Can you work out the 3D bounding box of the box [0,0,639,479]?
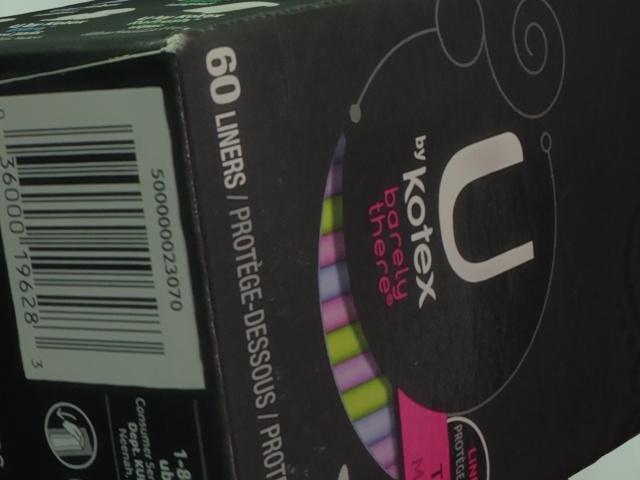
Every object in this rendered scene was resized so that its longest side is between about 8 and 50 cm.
[{"bbox_3d":[0.000,0.000,0.580,0.270,0.143,0.165,-22,108,-51],"label":"box"}]
